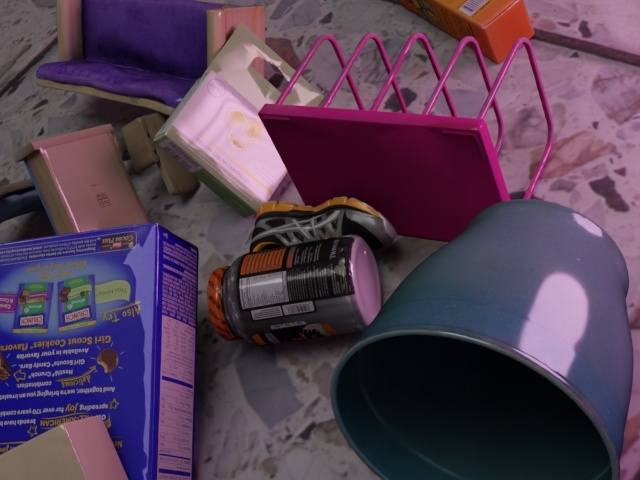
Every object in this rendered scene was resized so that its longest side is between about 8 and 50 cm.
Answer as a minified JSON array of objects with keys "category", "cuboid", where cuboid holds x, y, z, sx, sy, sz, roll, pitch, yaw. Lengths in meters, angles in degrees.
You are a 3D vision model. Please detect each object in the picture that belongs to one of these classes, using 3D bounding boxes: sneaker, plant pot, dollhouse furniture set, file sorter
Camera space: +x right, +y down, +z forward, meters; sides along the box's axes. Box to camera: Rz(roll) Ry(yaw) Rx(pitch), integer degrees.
[{"category":"sneaker","cuboid":[0.000,0.000,1.314,0.215,0.084,0.083,-3,52,38]},{"category":"plant pot","cuboid":[0.183,0.104,1.026,0.272,0.271,0.255,4,40,29]},{"category":"dollhouse furniture set","cuboid":[-0.365,-0.023,1.515,0.303,0.198,0.286,-23,0,41]},{"category":"file sorter","cuboid":[0.117,-0.137,1.285,0.291,0.202,0.182,9,55,32]}]

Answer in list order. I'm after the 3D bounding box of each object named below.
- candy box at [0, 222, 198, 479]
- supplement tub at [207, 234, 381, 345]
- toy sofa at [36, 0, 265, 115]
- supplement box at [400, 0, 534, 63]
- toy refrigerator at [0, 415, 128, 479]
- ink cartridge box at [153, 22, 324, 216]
[{"category":"candy box","cuboid":[-0.284,0.158,1.224,0.268,0.122,0.317,-6,72,20]},{"category":"supplement tub","cuboid":[-0.031,0.063,1.248,0.191,0.117,0.117,-10,50,20]},{"category":"toy sofa","cuboid":[-0.270,-0.297,1.592,0.363,0.150,0.177,16,22,36]},{"category":"supplement box","cuboid":[0.198,-0.344,1.498,0.080,0.078,0.233,-40,46,-4]},{"category":"toy refrigerator","cuboid":[-0.228,0.324,1.057,0.102,0.094,0.269,-28,81,11]},{"category":"ink cartridge box","cuboid":[-0.098,-0.174,1.443,0.235,0.171,0.056,-58,20,-23]}]
